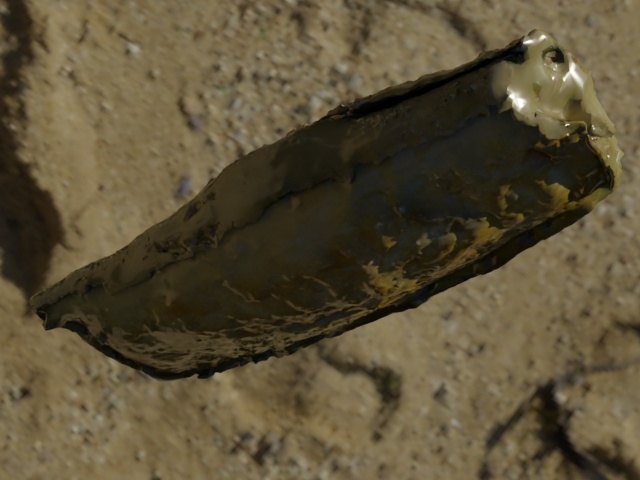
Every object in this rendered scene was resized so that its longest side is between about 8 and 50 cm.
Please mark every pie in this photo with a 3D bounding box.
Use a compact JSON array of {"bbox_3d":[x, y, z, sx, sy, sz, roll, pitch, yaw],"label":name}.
[{"bbox_3d":[0.000,0.000,0.730,0.282,0.068,0.129,-24,148,26],"label":"pie"}]
